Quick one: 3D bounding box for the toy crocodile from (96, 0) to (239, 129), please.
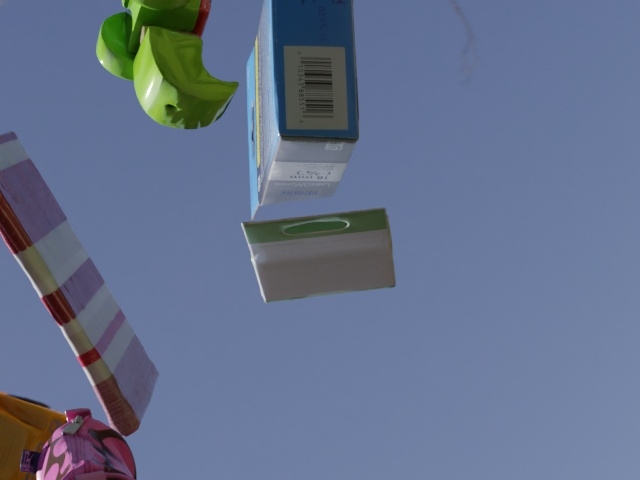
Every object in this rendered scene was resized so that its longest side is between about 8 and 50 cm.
[{"bbox_3d":[-0.140,-0.244,1.332,0.105,0.340,0.115,5,-41,-19],"label":"toy crocodile"}]

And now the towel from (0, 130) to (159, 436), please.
[{"bbox_3d":[-0.274,0.040,1.599,0.037,0.329,0.237,-29,7,2],"label":"towel"}]

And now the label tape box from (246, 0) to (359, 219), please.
[{"bbox_3d":[-0.028,-0.187,1.970,0.333,0.106,0.240,115,154,-72],"label":"label tape box"}]

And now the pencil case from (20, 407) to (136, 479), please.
[{"bbox_3d":[-0.175,0.192,1.149,0.095,0.209,0.098,1,-86,-14],"label":"pencil case"}]

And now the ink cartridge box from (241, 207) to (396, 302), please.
[{"bbox_3d":[0.000,0.000,1.815,0.235,0.171,0.056,79,-175,-63],"label":"ink cartridge box"}]

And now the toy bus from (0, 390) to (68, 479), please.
[{"bbox_3d":[-0.422,0.172,1.525,0.130,0.333,0.108,34,-107,-63],"label":"toy bus"}]
